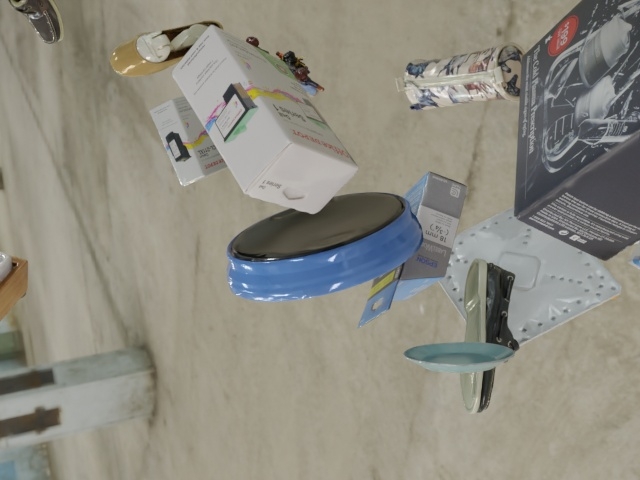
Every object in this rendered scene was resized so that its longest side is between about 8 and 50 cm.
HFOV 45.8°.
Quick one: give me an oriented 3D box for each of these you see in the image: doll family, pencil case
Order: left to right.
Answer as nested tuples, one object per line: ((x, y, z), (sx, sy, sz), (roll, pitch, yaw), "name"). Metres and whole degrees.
((-0.076, -0.341, 1.492), (0.111, 0.192, 0.076), (59, -133, -78), "doll family")
((0.412, -0.462, 2.166), (0.410, 0.183, 0.160), (7, 119, 55), "pencil case")

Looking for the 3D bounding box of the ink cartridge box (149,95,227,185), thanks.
((-0.270, -0.221, 1.630), (0.072, 0.127, 0.175), (-18, 100, 33), "ink cartridge box")

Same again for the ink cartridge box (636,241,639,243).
((0.717, -0.034, 1.662), (0.115, 0.062, 0.029), (62, -156, -57), "ink cartridge box")

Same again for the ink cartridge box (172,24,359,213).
((-0.089, -0.194, 1.244), (0.117, 0.201, 0.278), (-44, 62, 21), "ink cartridge box")

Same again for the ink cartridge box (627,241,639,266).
((0.655, 0.063, 1.171), (0.307, 0.223, 0.129), (33, 97, 16), "ink cartridge box")

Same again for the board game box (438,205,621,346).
((0.536, 0.095, 2.064), (0.390, 0.389, 0.050), (61, 176, 39), "board game box")

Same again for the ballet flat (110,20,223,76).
((-0.276, -0.363, 1.389), (0.073, 0.232, 0.080), (-30, 90, 53), "ballet flat")

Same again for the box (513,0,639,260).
((0.445, -0.203, 1.070), (0.312, 0.178, 0.343), (-43, 28, 51), "box")

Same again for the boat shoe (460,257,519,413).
((0.368, 0.205, 1.614), (0.127, 0.113, 0.340), (112, 168, -59), "boat shoe")

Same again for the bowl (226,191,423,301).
((0.000, 0.000, 1.474), (0.391, 0.391, 0.077), (20, 129, 62), "bowl")

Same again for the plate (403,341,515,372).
((0.236, 0.201, 1.293), (0.188, 0.188, 0.024), (-178, 85, -65), "plate")

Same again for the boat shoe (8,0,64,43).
((-0.596, -0.494, 1.533), (0.080, 0.073, 0.224), (7, 134, 23), "boat shoe")

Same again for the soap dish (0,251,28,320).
((-0.771, 0.111, 1.561), (0.290, 0.229, 0.118), (11, 139, 24), "soap dish")

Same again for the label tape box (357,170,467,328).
((0.207, 0.044, 1.726), (0.240, 0.105, 0.334), (130, 160, -69), "label tape box")
